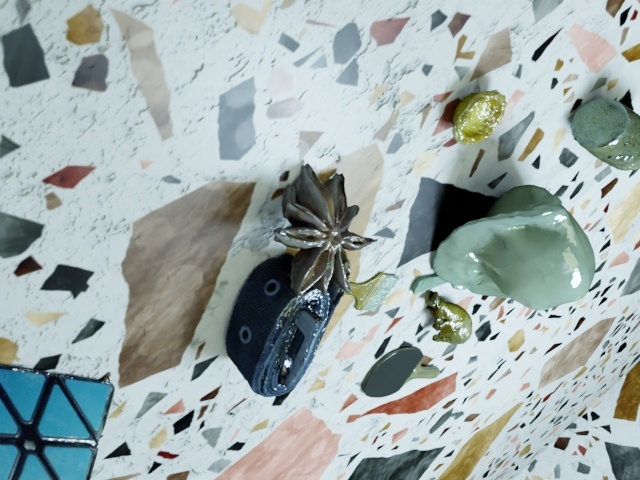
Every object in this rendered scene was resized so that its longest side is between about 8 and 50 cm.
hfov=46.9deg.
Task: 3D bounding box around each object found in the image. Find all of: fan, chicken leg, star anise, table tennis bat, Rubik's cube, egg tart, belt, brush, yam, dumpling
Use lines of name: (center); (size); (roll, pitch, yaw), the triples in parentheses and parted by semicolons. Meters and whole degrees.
fan: (0.249, 0.072, 1.435); (0.193, 0.016, 0.038); (-11, 134, -37)
chicken leg: (0.248, 0.156, 1.486); (0.093, 0.070, 0.178); (-38, 139, 3)
star anise: (0.000, 0.000, 1.015); (0.182, 0.065, 0.195); (50, 51, -34)
table tennis bat: (0.183, 0.285, 1.589); (0.246, 0.022, 0.138); (10, 119, -48)
Rubik's cube: (-0.391, 0.263, 0.886); (0.228, 0.229, 0.233); (145, -43, -75)
egg tart: (0.235, -0.190, 1.121); (0.105, 0.039, 0.105); (-27, 142, -23)
belt: (-0.056, 0.139, 1.097); (0.122, 0.128, 0.218); (-6, 130, -41)
brush: (0.054, 0.084, 1.255); (0.205, 0.011, 0.083); (11, 119, -49)
yam: (0.547, -0.198, 1.373); (0.194, 0.107, 0.107); (11, 119, -49)
dumpling: (0.373, 0.014, 1.357); (0.212, 0.270, 0.320); (-52, 127, -34)
